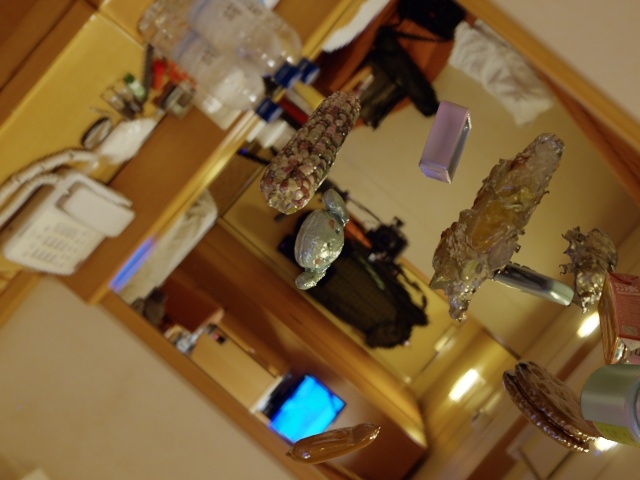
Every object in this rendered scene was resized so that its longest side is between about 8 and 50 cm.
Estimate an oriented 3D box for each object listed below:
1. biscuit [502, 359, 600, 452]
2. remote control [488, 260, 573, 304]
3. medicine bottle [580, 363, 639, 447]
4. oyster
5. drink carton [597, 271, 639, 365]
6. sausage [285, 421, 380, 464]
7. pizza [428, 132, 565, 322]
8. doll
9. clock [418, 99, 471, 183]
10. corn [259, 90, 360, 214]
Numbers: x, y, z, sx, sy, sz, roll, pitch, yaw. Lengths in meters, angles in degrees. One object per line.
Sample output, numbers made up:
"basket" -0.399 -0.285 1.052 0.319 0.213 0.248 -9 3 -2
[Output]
"biscuit" 0.455 0.323 1.652 0.066 0.220 0.220 -51 176 15
"remote control" 0.428 0.075 1.914 0.140 0.296 0.056 21 89 -48
"medicine bottle" 0.544 0.276 1.397 0.139 0.139 0.225 -49 -176 -13
"oyster" 0.640 0.059 2.014 0.337 0.133 0.197 -27 123 -70
"drink carton" 0.588 0.160 1.628 0.223 0.071 0.096 -68 164 -58
"sausage" 0.025 0.375 1.548 0.183 0.054 0.062 -16 -162 1
"pizza" 0.226 -0.010 1.195 0.223 0.089 0.323 -57 177 -40
"doll" 0.000 0.000 1.724 0.103 0.071 0.214 21 87 -48
"clock" 0.274 -0.209 1.827 0.197 0.063 0.150 20 90 -77
"corn" -0.014 -0.157 1.419 0.280 0.092 0.092 -60 -177 -34
